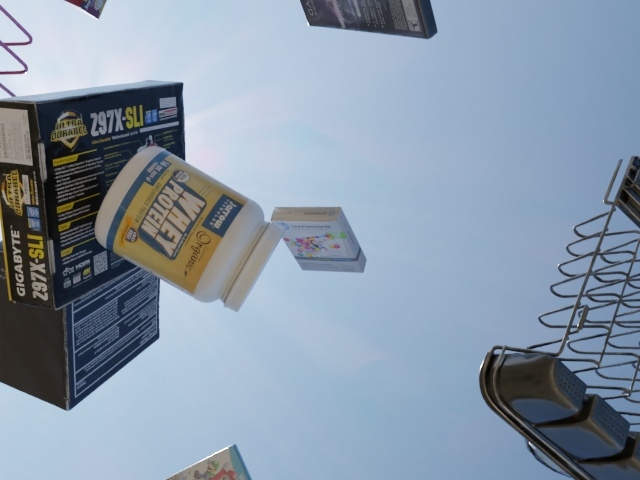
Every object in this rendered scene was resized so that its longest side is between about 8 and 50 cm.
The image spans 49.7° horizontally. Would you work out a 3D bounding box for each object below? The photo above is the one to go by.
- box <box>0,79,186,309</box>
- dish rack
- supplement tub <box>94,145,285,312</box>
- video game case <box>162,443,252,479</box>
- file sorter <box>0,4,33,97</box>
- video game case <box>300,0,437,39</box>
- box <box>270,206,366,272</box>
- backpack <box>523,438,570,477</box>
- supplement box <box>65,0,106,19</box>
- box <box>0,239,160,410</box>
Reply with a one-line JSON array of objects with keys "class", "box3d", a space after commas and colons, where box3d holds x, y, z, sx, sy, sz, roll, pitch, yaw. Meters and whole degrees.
[{"class": "box", "box3d": [-0.298, -0.081, 0.958, 0.079, 0.322, 0.257, 6, -71, 19]}, {"class": "dish rack", "box3d": [0.270, 0.072, 0.584, 0.074, 0.208, 0.272, -23, -149, 58]}, {"class": "supplement tub", "box3d": [-0.159, -0.012, 0.862, 0.199, 0.144, 0.144, 30, -82, -2]}, {"class": "video game case", "box3d": [-0.179, 0.400, 1.046, 0.166, 0.015, 0.119, -26, -102, -3]}, {"class": "file sorter", "box3d": [-0.672, -0.293, 1.268, 0.182, 0.202, 0.291, 3, -106, 12]}, {"class": "video game case", "box3d": [0.038, -0.386, 0.969, 0.026, 0.196, 0.274, -38, -143, -20]}, {"class": "box", "box3d": [0.000, 0.000, 1.407, 0.145, 0.186, 0.038, 2, -125, 23]}, {"class": "backpack", "box3d": [0.458, 0.356, 1.251, 0.151, 0.182, 0.115, 24, -123, 12]}, {"class": "supplement box", "box3d": [-0.405, -0.423, 1.191, 0.043, 0.083, 0.055, 26, -84, 3]}, {"class": "box", "box3d": [-0.464, 0.112, 1.345, 0.182, 0.296, 0.294, 15, -65, 18]}]
